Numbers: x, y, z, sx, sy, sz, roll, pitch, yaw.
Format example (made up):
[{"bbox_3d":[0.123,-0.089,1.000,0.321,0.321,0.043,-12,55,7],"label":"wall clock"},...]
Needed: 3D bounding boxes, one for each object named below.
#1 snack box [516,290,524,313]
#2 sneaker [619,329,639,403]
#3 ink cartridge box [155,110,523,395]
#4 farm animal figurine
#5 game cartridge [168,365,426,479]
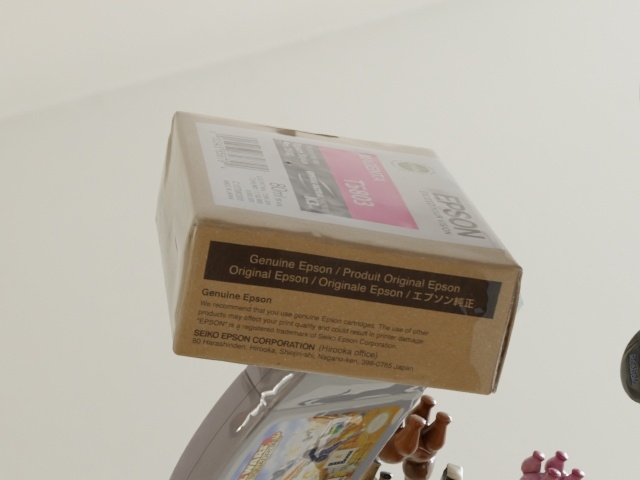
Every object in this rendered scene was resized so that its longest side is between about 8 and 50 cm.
[{"bbox_3d":[0.088,0.014,1.135,0.141,0.100,0.037,30,-103,22],"label":"snack box"},{"bbox_3d":[0.404,0.095,1.214,0.297,0.129,0.111,-19,-140,9],"label":"sneaker"},{"bbox_3d":[0.000,0.000,0.906,0.193,0.088,0.234,7,-161,-12],"label":"ink cartridge box"},{"bbox_3d":[0.165,0.335,1.551,0.330,0.172,0.327,30,-157,13],"label":"farm animal figurine"},{"bbox_3d":[-0.027,0.182,1.284,0.198,0.297,0.062,-6,-131,-44],"label":"game cartridge"}]
